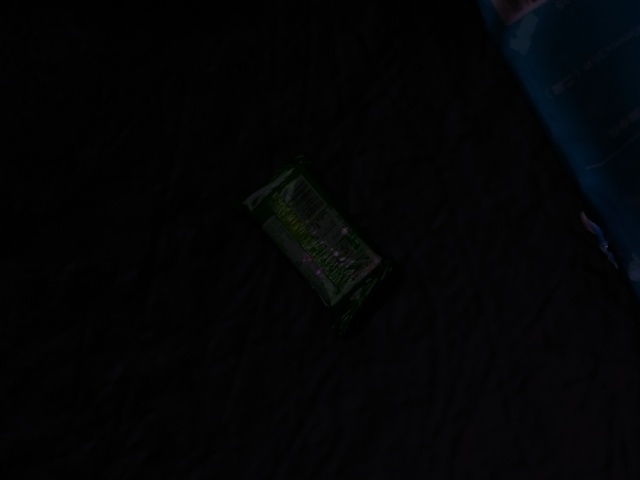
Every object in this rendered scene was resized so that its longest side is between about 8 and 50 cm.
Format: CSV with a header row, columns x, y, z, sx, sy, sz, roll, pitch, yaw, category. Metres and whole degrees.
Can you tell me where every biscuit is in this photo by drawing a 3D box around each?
x,y,z,sx,sy,sz,roll,pitch,yaw,category
0.000,0.000,0.811,0.046,0.016,0.089,-42,60,3,biscuit

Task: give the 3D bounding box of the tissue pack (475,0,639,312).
x,y,z,sx,sy,sz,roll,pitch,yaw,category
0.224,-0.077,0.684,0.271,0.134,0.192,-28,55,9,tissue pack
